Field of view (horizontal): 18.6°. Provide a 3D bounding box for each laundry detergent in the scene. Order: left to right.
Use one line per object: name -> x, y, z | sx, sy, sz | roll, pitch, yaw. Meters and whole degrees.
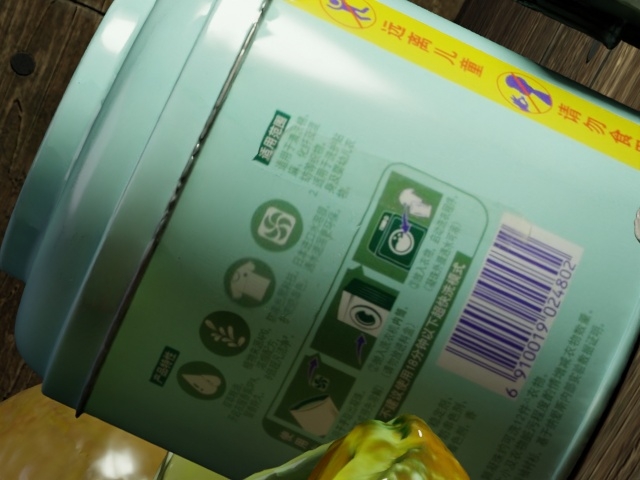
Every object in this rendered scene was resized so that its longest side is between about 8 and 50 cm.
laundry detergent -> 0.000, 0.000, 1.069 | 0.287, 0.305, 0.287 | -155, 90, -87

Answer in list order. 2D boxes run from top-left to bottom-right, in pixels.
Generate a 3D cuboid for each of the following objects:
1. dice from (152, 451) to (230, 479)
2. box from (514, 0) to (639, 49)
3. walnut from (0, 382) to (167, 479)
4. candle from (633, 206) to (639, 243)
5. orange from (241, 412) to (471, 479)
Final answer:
dice -> -0.047, 0.216, 1.383 | 0.169, 0.166, 0.169 | 122, 172, -57
box -> 0.193, -0.221, 1.047 | 0.243, 0.163, 0.135 | -64, 13, 7
walnut -> -0.179, 0.295, 1.610 | 0.398, 0.308, 0.354 | -68, -20, -1
candle -> 0.190, -0.085, 0.787 | 0.168, 0.068, 0.192 | 114, 177, -53
orange -> -0.026, 0.231, 0.802 | 0.262, 0.196, 0.334 | -26, 41, 61
